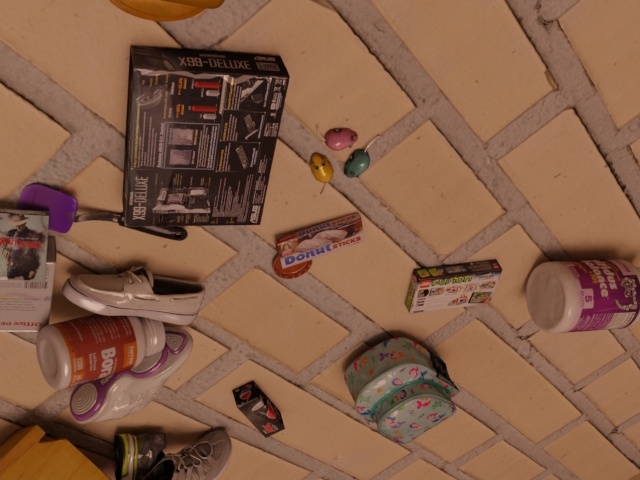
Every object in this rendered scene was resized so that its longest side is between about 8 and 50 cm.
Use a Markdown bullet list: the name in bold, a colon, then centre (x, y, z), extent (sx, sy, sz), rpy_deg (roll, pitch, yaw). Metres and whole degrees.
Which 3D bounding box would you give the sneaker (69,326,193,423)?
- **sneaker**: centre (-0.383, 0.283, 1.570), extent (0.305, 0.114, 0.152), rpy_deg (-34, 152, 12)

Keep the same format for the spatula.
- **spatula**: centre (-0.377, -0.038, 1.308), extent (0.297, 0.030, 0.084), rpy_deg (10, 124, -28)

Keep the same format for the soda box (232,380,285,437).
- **soda box**: centre (-0.147, 0.410, 1.789), extent (0.060, 0.053, 0.169), rpy_deg (-26, 135, 4)

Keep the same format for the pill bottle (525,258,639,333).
- **pill bottle**: centre (0.656, 0.128, 1.747), extent (0.302, 0.169, 0.169), rpy_deg (-2, 131, -20)

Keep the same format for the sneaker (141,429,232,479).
- **sneaker**: centre (-0.318, 0.539, 1.742), extent (0.281, 0.105, 0.115), rpy_deg (-38, 140, -37)

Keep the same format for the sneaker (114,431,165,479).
- **sneaker**: centre (-0.432, 0.571, 1.798), extent (0.121, 0.111, 0.300), rpy_deg (-6, 135, -21)

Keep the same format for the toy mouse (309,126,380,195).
- **toy mouse**: centre (0.049, -0.156, 1.357), extent (0.143, 0.031, 0.161), rpy_deg (-22, 135, 0)

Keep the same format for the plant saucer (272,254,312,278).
- **plant saucer**: centre (-0.058, 0.045, 1.515), extent (0.084, 0.013, 0.083), rpy_deg (-11, 134, -12)

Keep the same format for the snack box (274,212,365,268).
- **snack box**: centre (0.000, 0.000, 1.477), extent (0.178, 0.022, 0.064), rpy_deg (-18, 127, -10)

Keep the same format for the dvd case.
- **dvd case**: centre (-0.504, 0.008, 1.241), extent (0.087, 0.013, 0.119), rpy_deg (4, 90, -23)

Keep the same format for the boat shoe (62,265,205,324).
- **boat shoe**: centre (-0.344, 0.093, 1.400), extent (0.268, 0.096, 0.088), rpy_deg (17, 113, -28)

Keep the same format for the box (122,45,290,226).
- **box**: centre (-0.199, -0.161, 1.230), extent (0.243, 0.076, 0.307), rpy_deg (-1, 131, -19)

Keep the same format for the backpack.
- **backpack**: centre (0.190, 0.358, 1.785), extent (0.225, 0.191, 0.253), rpy_deg (-37, 128, 15)

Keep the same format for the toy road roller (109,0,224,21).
- **toy road roller**: centre (-0.176, -0.422, 0.882), extent (0.203, 0.240, 0.329), rpy_deg (3, 130, -23)

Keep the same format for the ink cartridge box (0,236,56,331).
- **ink cartridge box**: centre (-0.547, 0.078, 1.322), extent (0.128, 0.072, 0.175), rpy_deg (4, 129, -24)

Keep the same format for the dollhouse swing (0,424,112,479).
- **dollhouse swing**: centre (-0.653, 0.613, 1.699), extent (0.315, 0.305, 0.347), rpy_deg (-46, 108, -21)

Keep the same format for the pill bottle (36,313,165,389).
- **pill bottle**: centre (-0.410, 0.196, 1.398), extent (0.216, 0.121, 0.121), rpy_deg (-12, 139, -42)

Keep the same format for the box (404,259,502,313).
- **box**: centre (0.303, 0.106, 1.689), extent (0.207, 0.036, 0.114), rpy_deg (-5, 132, -16)
